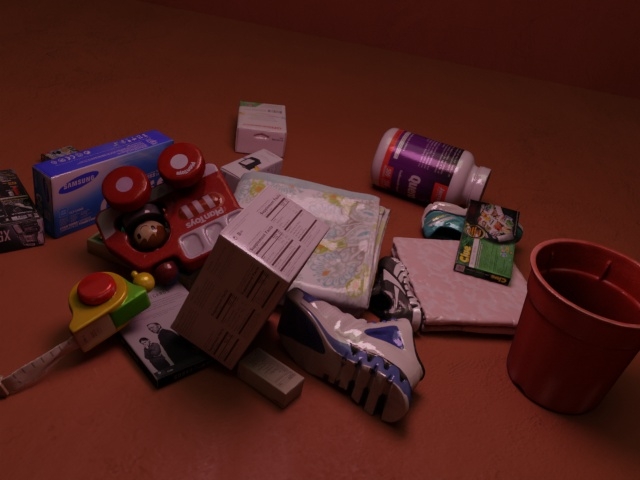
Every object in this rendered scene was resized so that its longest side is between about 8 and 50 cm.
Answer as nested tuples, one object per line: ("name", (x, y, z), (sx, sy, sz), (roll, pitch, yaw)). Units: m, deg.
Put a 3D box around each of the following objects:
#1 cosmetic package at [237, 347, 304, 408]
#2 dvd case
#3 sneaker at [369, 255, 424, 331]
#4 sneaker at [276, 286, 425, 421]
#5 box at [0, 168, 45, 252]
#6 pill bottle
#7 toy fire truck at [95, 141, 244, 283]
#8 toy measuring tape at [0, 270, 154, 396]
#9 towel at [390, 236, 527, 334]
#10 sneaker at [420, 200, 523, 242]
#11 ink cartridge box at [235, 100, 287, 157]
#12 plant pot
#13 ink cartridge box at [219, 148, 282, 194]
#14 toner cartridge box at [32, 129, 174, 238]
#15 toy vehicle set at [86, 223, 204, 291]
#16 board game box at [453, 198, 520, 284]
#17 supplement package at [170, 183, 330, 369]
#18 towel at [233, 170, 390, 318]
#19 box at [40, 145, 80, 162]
("cosmetic package", (-0.093, 0.254, 1.191), (0.115, 0.041, 0.060), (30, 37, 26))
("dvd case", (-0.301, 0.173, 1.263), (0.179, 0.030, 0.238), (-19, 43, -37))
("sneaker", (0.150, 0.111, 1.446), (0.106, 0.078, 0.234), (4, 36, -15))
("sneaker", (0.077, 0.204, 1.261), (0.315, 0.128, 0.182), (35, 36, 22))
("box", (-0.802, -0.052, 1.413), (0.307, 0.077, 0.242), (-15, 41, -34))
("pill bottle", (0.321, -0.200, 1.872), (0.322, 0.182, 0.181), (21, 34, 16))
("toy fire truck", (-0.315, -0.043, 1.380), (0.302, 0.169, 0.254), (-26, 64, -12))
("toy measuring tape", (-0.453, 0.148, 1.170), (0.330, 0.121, 0.121), (-35, 52, -27))
("towel", (0.351, 0.106, 1.537), (0.316, 0.054, 0.332), (3, 34, -11))
("sneaker", (0.406, -0.021, 1.731), (0.275, 0.107, 0.110), (8, 52, 3))
("ink cartridge box", (-0.188, -0.356, 2.040), (0.154, 0.093, 0.212), (5, 32, -8))
("plant pot", (0.507, 0.181, 1.274), (0.272, 0.265, 0.272), (8, 33, -5))
("ink cartridge box", (-0.188, -0.151, 1.697), (0.072, 0.128, 0.175), (30, 38, 23))
("toner cartridge box", (-0.514, -0.144, 1.557), (0.075, 0.165, 0.347), (30, 38, 26))
("toy vehicle set", (-0.372, 0.016, 1.473), (0.266, 0.035, 0.166), (19, 34, 12))
("board game box", (0.419, -0.002, 1.606), (0.136, 0.030, 0.260), (18, 44, 8))
("supplement package", (-0.131, 0.067, 1.192), (0.145, 0.262, 0.204), (35, 36, 0))
("towel", (-0.045, 0.002, 1.453), (0.374, 0.090, 0.321), (11, 51, 6))
("box", (-0.672, -0.209, 1.733), (0.137, 0.027, 0.094), (29, 36, 25))
